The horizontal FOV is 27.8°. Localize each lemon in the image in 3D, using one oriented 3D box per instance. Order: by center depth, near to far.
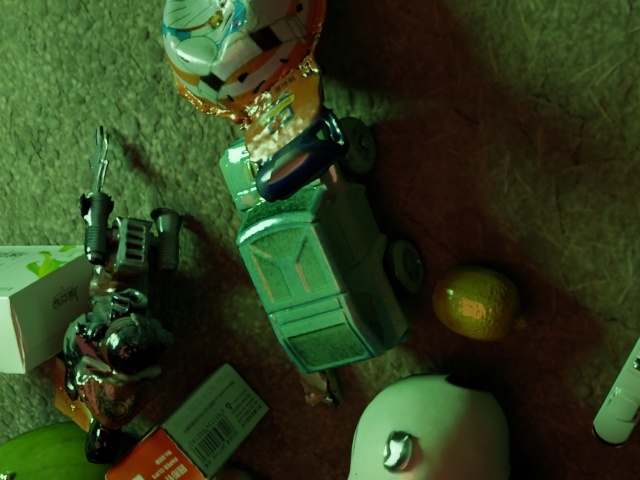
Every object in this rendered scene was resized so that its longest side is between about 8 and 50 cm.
[{"bbox_3d":[0.175,0.069,1.406,0.110,0.082,0.082,17,116,19],"label":"lemon"}]

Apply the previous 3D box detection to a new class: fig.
[{"bbox_3d":[-0.356,0.334,1.701,0.203,0.225,0.203,-22,61,47],"label":"fig"}]

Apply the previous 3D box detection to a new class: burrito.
[{"bbox_3d":[-0.022,0.124,1.558,0.051,0.042,0.171,-16,103,35],"label":"burrito"}]

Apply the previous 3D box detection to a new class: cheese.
[{"bbox_3d":[-0.063,-0.192,1.356,0.217,0.129,0.329,-34,58,23],"label":"cheese"}]

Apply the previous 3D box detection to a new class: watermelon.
[{"bbox_3d":[-0.302,0.192,1.675,0.094,0.135,0.125,-32,94,14],"label":"watermelon"}]

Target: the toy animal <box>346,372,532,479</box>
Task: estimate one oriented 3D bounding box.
[{"bbox_3d":[0.129,0.280,1.441,0.212,0.212,0.267,-19,103,32],"label":"toy animal"}]

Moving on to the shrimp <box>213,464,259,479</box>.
[{"bbox_3d":[-0.082,0.353,1.675,0.180,0.041,0.099,20,118,19],"label":"shrimp"}]

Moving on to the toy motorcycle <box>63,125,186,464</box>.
[{"bbox_3d":[-0.239,0.057,1.556,0.134,0.401,0.207,9,158,-15],"label":"toy motorcycle"}]

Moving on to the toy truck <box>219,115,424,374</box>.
[{"bbox_3d":[0.000,0.000,1.430,0.155,0.156,0.279,-17,101,32],"label":"toy truck"}]

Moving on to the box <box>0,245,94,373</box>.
[{"bbox_3d":[-0.427,0.084,1.666,0.260,0.194,0.111,-3,107,28],"label":"box"}]

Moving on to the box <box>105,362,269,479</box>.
[{"bbox_3d":[-0.160,0.252,1.594,0.099,0.182,0.133,47,121,-1],"label":"box"}]

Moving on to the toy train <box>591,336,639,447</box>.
[{"bbox_3d":[0.342,0.139,1.366,0.043,0.047,0.208,30,119,17],"label":"toy train"}]
